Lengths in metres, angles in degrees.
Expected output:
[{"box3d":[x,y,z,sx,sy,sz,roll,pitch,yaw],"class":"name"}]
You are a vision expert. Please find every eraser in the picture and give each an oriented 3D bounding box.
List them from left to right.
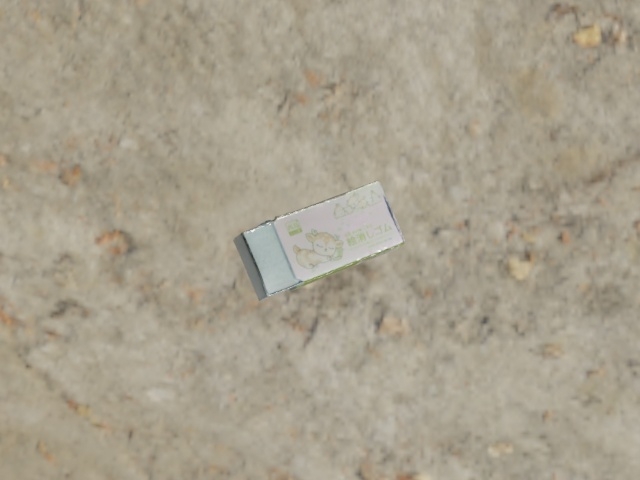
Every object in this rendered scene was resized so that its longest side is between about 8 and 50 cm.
[{"box3d":[0.000,0.000,0.678,0.083,0.038,0.019,-20,177,-23],"class":"eraser"}]
